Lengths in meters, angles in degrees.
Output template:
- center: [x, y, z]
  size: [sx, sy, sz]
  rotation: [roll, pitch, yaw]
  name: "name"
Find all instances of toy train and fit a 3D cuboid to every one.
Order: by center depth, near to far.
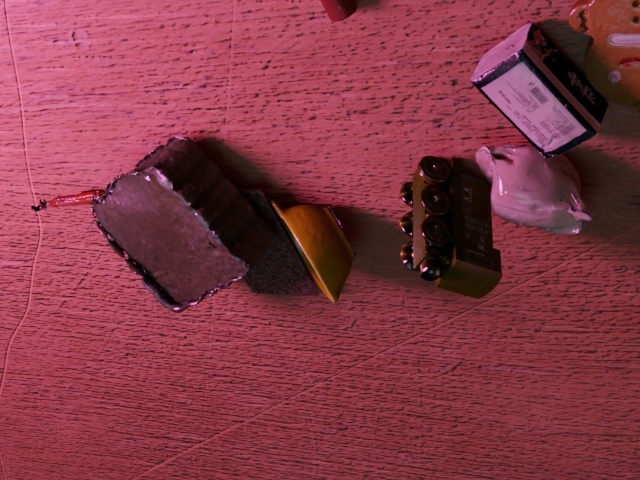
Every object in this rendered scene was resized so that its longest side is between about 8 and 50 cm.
- center: [0.192, -0.026, 2.006]
  size: [0.137, 0.225, 0.090]
  rotation: [17, 140, -17]
  name: "toy train"

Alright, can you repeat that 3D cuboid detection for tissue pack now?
- center: [0.304, -0.204, 1.875]
  size: [0.170, 0.090, 0.103]
  rotation: [45, 131, -17]
  name: "tissue pack"

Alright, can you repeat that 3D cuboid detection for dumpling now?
- center: [0.313, -0.069, 1.987]
  size: [0.199, 0.118, 0.136]
  rotation: [35, 156, 20]
  name: "dumpling"

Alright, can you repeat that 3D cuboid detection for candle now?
- center: [-0.433, -0.070, 2.353]
  size: [0.167, 0.021, 0.026]
  rotation: [-6, 102, 29]
  name: "candle"

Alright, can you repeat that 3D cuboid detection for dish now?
- center: [0.000, 0.000, 2.176]
  size: [0.207, 0.080, 0.149]
  rotation: [59, 175, 20]
  name: "dish"

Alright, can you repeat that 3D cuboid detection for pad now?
- center: [-0.107, 0.006, 2.275]
  size: [0.158, 0.003, 0.235]
  rotation: [1, 132, 39]
  name: "pad"

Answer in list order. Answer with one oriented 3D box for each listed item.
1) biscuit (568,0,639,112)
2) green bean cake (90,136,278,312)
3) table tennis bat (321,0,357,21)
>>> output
- center: [0.422, -0.270, 1.803]
  size: [0.184, 0.035, 0.249]
  rotation: [7, 133, 17]
  name: "biscuit"
- center: [-0.231, -0.029, 2.219]
  size: [0.255, 0.132, 0.241]
  rotation: [47, 140, -11]
  name: "green bean cake"
- center: [-0.038, -0.434, 1.840]
  size: [0.200, 0.038, 0.310]
  rotation: [-12, 124, 31]
  name: "table tennis bat"
